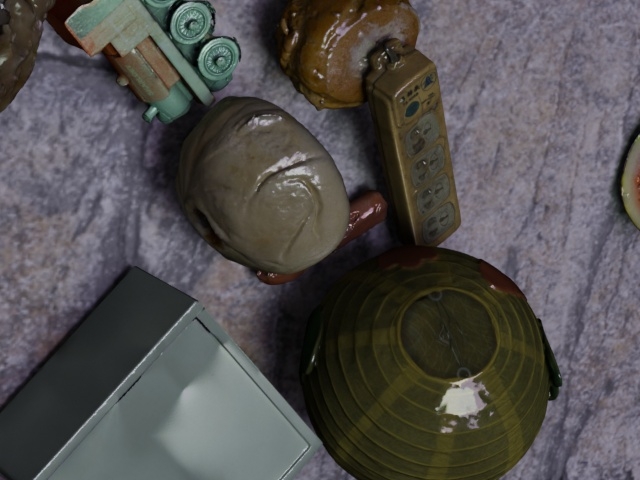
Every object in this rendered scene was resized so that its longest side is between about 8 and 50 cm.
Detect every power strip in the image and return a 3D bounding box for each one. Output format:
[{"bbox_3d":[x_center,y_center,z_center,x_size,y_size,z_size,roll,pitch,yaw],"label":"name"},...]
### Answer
[{"bbox_3d":[0.090,-0.084,1.810,0.064,0.044,0.305,-38,146,-17],"label":"power strip"}]

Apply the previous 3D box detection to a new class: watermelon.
[{"bbox_3d":[0.383,-0.072,2.085,0.069,0.087,0.163,4,106,-69],"label":"watermelon"}]

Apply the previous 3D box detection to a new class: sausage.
[{"bbox_3d":[0.000,0.000,1.845,0.158,0.036,0.042,-32,134,-25],"label":"sausage"}]

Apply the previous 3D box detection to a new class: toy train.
[{"bbox_3d":[-0.151,-0.176,1.661,0.118,0.074,0.176,-42,130,-6],"label":"toy train"}]

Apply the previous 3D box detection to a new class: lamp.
[{"bbox_3d":[0.100,0.140,1.848,0.250,0.250,0.284,-36,164,-22],"label":"lamp"}]

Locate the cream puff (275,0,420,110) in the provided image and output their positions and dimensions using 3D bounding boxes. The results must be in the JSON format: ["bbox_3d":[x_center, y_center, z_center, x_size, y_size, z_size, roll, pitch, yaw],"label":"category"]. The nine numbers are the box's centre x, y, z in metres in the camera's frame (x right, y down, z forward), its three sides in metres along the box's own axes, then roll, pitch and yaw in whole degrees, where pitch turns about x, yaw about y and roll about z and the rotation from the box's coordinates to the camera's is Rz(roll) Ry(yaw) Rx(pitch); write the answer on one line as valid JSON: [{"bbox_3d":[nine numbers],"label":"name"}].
[{"bbox_3d":[0.020,-0.193,1.755,0.144,0.103,0.126,-29,137,-22],"label":"cream puff"}]

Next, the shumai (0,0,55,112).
[{"bbox_3d":[-0.268,-0.280,1.510,0.283,0.217,0.346,-50,144,-49],"label":"shumai"}]

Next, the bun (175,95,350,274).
[{"bbox_3d":[-0.064,-0.040,1.705,0.113,0.166,0.173,-44,110,-26],"label":"bun"}]

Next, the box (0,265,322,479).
[{"bbox_3d":[-0.158,0.187,1.741,0.225,0.117,0.225,-48,127,-13],"label":"box"}]
